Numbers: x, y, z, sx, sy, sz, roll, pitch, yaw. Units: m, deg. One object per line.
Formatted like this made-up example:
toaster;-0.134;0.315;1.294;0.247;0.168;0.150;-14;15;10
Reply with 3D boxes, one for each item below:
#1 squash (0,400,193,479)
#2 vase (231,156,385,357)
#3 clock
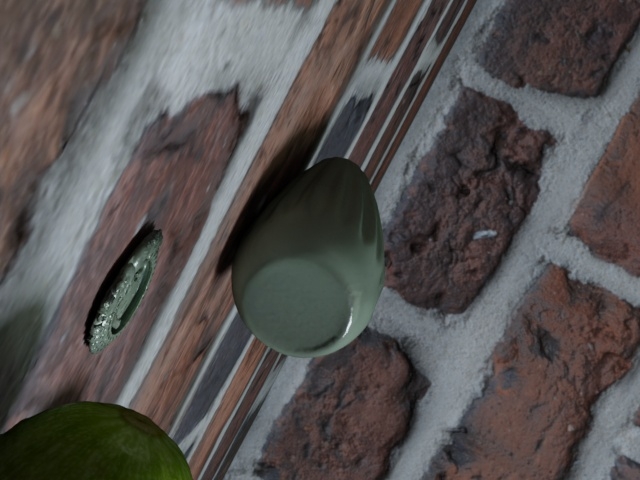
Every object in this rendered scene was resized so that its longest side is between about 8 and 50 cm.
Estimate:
squash;-0.175;0.234;0.547;0.371;0.118;0.118;-58;176;10
vase;0.000;0.000;1.045;0.248;0.128;0.128;-71;-174;-63
clock;-0.109;0.030;0.663;0.074;0.010;0.083;-59;176;-33
